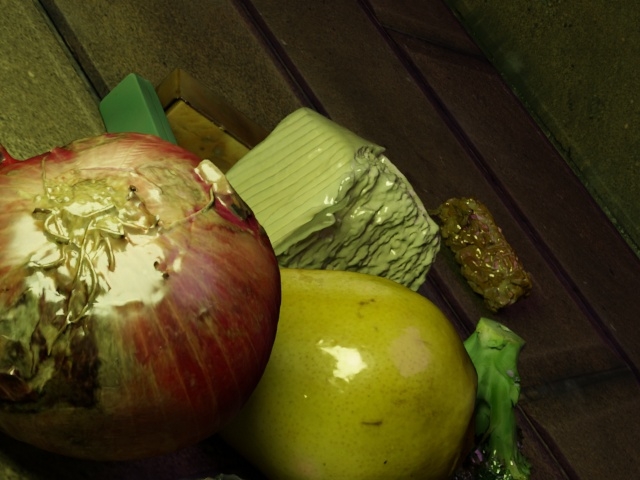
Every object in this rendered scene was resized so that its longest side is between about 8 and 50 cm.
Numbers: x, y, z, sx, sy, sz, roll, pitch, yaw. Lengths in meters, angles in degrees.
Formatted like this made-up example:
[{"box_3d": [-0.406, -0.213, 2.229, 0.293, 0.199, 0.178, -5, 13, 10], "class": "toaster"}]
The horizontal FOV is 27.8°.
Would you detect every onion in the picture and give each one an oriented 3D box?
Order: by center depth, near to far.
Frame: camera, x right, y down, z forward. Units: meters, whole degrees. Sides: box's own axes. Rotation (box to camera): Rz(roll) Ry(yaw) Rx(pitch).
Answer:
[{"box_3d": [-0.211, 0.042, 1.243, 0.353, 0.353, 0.354, 38, 25, -22], "class": "onion"}]

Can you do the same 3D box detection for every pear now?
[{"box_3d": [0.016, 0.170, 1.494, 0.336, 0.285, 0.285, 13, 39, -30], "class": "pear"}]

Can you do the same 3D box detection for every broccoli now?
[{"box_3d": [0.174, 0.221, 1.692, 0.269, 0.269, 0.254, 41, 14, -17], "class": "broccoli"}]

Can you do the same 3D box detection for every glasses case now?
[{"box_3d": [-0.241, -0.137, 1.745, 0.039, 0.078, 0.184, 25, 33, -49], "class": "glasses case"}]

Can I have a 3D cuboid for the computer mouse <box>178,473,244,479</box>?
[{"box_3d": [-0.042, 0.374, 1.271, 0.389, 0.115, 0.199, 48, 11, -28], "class": "computer mouse"}]

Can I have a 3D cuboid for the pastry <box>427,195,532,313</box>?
[{"box_3d": [0.297, 0.015, 2.412, 0.250, 0.102, 0.154, 58, 22, 16], "class": "pastry"}]

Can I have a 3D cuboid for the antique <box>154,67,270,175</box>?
[{"box_3d": [-0.121, -0.122, 1.908, 0.310, 0.093, 0.087, 34, 27, -29], "class": "antique"}]

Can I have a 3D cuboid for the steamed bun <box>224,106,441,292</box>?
[{"box_3d": [0.000, 0.000, 1.734, 0.272, 0.290, 0.273, 47, 12, -39], "class": "steamed bun"}]

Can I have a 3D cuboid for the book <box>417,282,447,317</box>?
[{"box_3d": [0.144, 0.090, 2.145, 0.172, 0.012, 0.118, 11, 42, -54], "class": "book"}]
